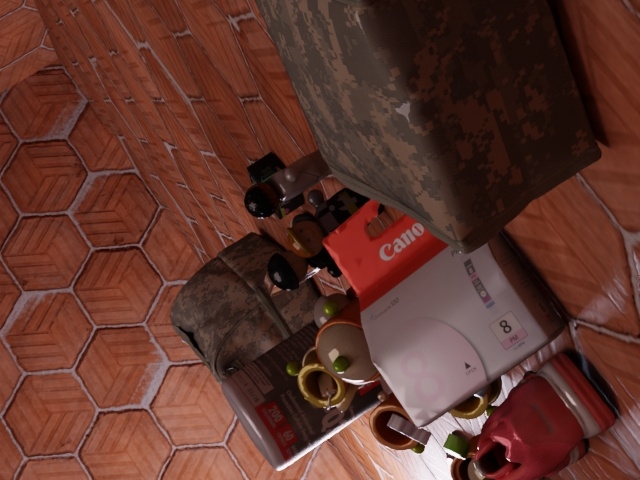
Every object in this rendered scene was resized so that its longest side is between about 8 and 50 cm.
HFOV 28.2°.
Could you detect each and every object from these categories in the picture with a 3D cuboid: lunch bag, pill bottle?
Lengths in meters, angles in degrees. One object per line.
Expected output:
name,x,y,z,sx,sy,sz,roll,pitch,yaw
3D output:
lunch bag,0.055,-0.155,1.005,0.287,0.169,0.235,33,154,55
pill bottle,0.008,0.205,1.923,0.161,0.283,0.161,54,168,16
lunch bag,-0.147,0.151,2.515,0.305,0.256,0.212,39,159,59

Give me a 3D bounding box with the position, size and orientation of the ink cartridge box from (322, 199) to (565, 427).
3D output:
ink cartridge box,0.113,0.052,1.330,0.232,0.189,0.066,53,-149,6

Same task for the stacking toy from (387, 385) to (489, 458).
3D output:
stacking toy,0.154,0.156,1.449,0.052,0.167,0.221,28,173,-9

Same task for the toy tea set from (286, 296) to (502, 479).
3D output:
toy tea set,0.110,0.213,1.623,0.336,0.124,0.200,28,125,9

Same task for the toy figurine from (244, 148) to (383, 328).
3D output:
toy figurine,0.000,0.000,1.732,0.213,0.148,0.209,45,164,48

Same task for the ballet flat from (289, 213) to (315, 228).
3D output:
ballet flat,-0.019,-0.005,2.057,0.057,0.049,0.173,62,168,-22

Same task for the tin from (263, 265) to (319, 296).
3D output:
tin,-0.046,0.050,2.186,0.040,0.106,0.190,56,168,6

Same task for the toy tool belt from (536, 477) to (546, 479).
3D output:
toy tool belt,0.275,0.303,1.686,0.083,0.052,0.051,73,-168,-45

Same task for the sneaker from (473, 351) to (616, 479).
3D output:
sneaker,0.221,0.215,1.415,0.116,0.136,0.314,54,169,17

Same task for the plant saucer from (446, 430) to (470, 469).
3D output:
plant saucer,0.258,0.397,2.037,0.198,0.036,0.198,54,168,17

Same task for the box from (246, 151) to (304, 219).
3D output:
box,-0.072,-0.088,2.048,0.083,0.052,0.062,50,169,28
